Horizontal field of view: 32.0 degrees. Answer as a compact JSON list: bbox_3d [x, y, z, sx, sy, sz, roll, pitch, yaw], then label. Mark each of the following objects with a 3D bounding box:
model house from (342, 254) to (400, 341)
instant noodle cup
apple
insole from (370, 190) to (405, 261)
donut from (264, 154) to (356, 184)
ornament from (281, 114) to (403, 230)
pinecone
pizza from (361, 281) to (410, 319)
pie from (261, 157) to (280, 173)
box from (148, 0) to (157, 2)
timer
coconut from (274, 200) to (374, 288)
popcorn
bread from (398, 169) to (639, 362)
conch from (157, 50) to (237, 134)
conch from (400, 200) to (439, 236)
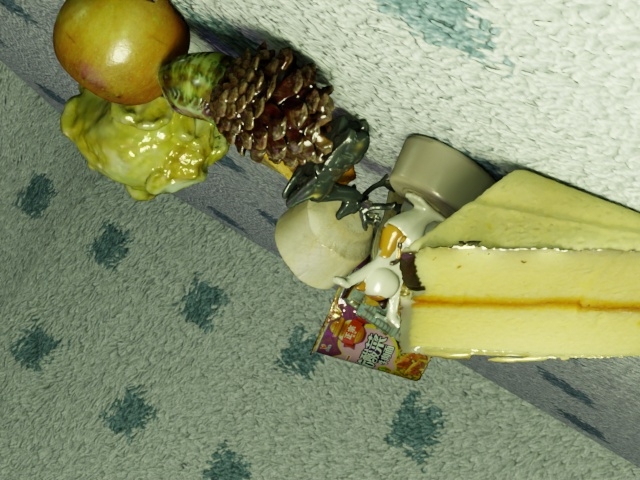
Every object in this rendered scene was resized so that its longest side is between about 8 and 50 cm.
[{"bbox_3d":[0.182,0.108,2.407,0.198,0.224,0.215,35,173,-7],"label":"model house"},{"bbox_3d":[0.157,0.176,2.654,0.266,0.339,0.340,25,171,2],"label":"instant noodle cup"},{"bbox_3d":[-0.332,-0.345,1.901,0.237,0.207,0.237,38,-171,-7],"label":"apple"},{"bbox_3d":[0.133,-0.013,2.015,0.011,0.247,0.081,-31,117,34],"label":"insole"},{"bbox_3d":[-0.042,-0.179,2.018,0.253,0.118,0.253,47,177,3],"label":"donut"},{"bbox_3d":[0.076,-0.110,1.914,0.236,0.202,0.080,18,-145,-38],"label":"ornament"},{"bbox_3d":[-0.065,-0.198,1.711,0.205,0.179,0.184,31,-145,-17],"label":"pinecone"},{"bbox_3d":[0.239,0.095,2.192,0.269,0.087,0.258,-9,-176,-14],"label":"pizza"},{"bbox_3d":[-0.077,-0.176,2.349,0.185,0.052,0.218,22,169,31],"label":"pie"},{"bbox_3d":[-0.350,-0.455,1.692,0.240,0.071,0.159,27,172,33],"label":"box"},{"bbox_3d":[0.139,-0.009,1.730,0.175,0.266,0.175,33,172,5],"label":"timer"},{"bbox_3d":[0.000,0.000,2.452,0.202,0.202,0.222,36,129,-16],"label":"coconut"},{"bbox_3d":[-0.337,-0.240,2.153,0.312,0.312,0.312,33,172,5],"label":"popcorn"},{"bbox_3d":[0.316,0.094,1.572,0.405,0.242,0.345,34,156,34],"label":"bread"},{"bbox_3d":[-0.157,-0.250,1.862,0.187,0.124,0.181,53,-159,7],"label":"conch"},{"bbox_3d":[0.208,-0.003,1.929,0.148,0.183,0.275,63,-179,34],"label":"conch"}]
